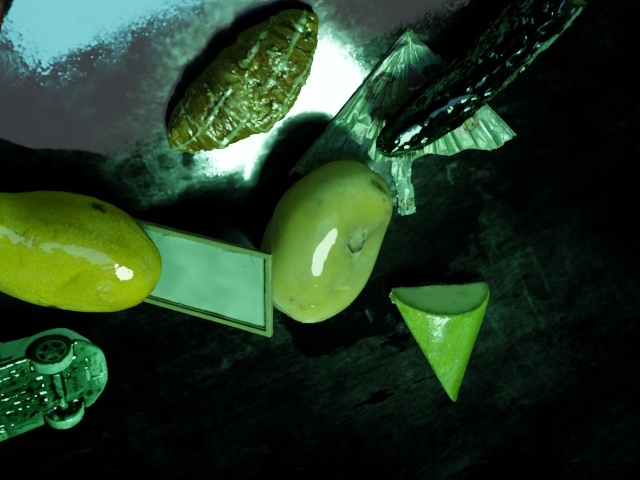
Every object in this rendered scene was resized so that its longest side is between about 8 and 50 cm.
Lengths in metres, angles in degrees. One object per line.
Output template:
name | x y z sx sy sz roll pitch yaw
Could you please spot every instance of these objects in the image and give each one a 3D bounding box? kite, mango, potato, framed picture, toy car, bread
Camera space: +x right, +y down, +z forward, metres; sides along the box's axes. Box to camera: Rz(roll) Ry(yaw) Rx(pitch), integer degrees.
kite | 0.115 -0.145 0.918 0.322 0.013 0.268 -9 126 -10
mango | -0.318 0.007 0.845 0.262 0.109 0.157 25 125 -24
potato | 0.000 0.000 0.910 0.146 0.150 0.234 27 115 14
framed picture | -0.155 0.049 0.913 0.200 0.010 0.136 13 126 15
toy car | -0.448 0.201 0.936 0.305 0.125 0.136 -21 133 -29
bread | -0.084 -0.169 0.805 0.233 0.076 0.105 -38 125 14

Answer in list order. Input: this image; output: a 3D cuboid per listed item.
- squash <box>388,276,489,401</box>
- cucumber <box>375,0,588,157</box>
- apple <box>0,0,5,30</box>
squash | 0.178 0.189 1.127 0.169 0.093 0.252 -3 125 -17
cucumber | 0.190 -0.204 0.850 0.303 0.072 0.081 -44 127 13
apple | -0.391 -0.204 0.602 0.201 0.218 0.218 26 114 -23
